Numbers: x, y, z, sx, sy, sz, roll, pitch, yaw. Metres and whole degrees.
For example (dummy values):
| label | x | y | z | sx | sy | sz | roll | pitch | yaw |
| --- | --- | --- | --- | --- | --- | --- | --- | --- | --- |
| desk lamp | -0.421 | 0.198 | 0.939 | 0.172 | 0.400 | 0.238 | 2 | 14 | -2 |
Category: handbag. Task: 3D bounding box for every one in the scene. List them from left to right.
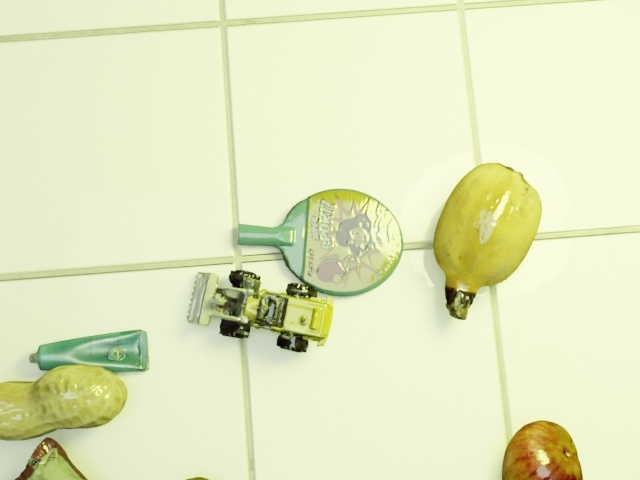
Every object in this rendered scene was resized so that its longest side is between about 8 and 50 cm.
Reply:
| label | x | y | z | sx | sy | sz | roll | pitch | yaw |
| --- | --- | --- | --- | --- | --- | --- | --- | --- | --- |
| handbag | -0.486 | 0.508 | 1.559 | 0.235 | 0.127 | 0.213 | 41 | 86 | 17 |

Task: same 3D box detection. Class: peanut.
| label | x | y | z | sx | sy | sz | roll | pitch | yaw |
| --- | --- | --- | --- | --- | --- | --- | --- | --- | --- |
| peanut | -0.512 | 0.300 | 1.587 | 0.298 | 0.136 | 0.120 | -11 | 36 | -2 |

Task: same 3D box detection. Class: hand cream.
| label | x | y | z | sx | sy | sz | roll | pitch | yaw |
| --- | --- | --- | --- | --- | --- | --- | --- | --- | --- |
| hand cream | -0.446 | 0.221 | 1.652 | 0.224 | 0.048 | 0.083 | -4 | 78 | -6 |

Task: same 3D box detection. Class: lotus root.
| label | x | y | z | sx | sy | sz | roll | pitch | yaw |
| --- | --- | --- | --- | --- | --- | --- | --- | --- | --- |
| lotus root | 0.306 | 0.001 | 1.637 | 0.183 | 0.183 | 0.310 | 26 | 87 | 4 |

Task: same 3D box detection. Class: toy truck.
| label | x | y | z | sx | sy | sz | roll | pitch | yaw |
| --- | --- | --- | --- | --- | --- | --- | --- | --- | --- |
| toy truck | -0.118 | 0.129 | 1.631 | 0.286 | 0.111 | 0.136 | 10 | 82 | 7 |

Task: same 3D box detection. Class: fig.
| label | x | y | z | sx | sy | sz | roll | pitch | yaw |
| --- | --- | --- | --- | --- | --- | --- | --- | --- | --- |
| fig | 0.400 | 0.436 | 1.573 | 0.148 | 0.149 | 0.202 | 7 | 107 | -28 |

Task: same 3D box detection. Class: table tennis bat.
| label | x | y | z | sx | sy | sz | roll | pitch | yaw |
| --- | --- | --- | --- | --- | --- | --- | --- | --- | --- |
| table tennis bat | 0.000 | 0.000 | 1.694 | 0.329 | 0.044 | 0.215 | 5 | 83 | -1 |

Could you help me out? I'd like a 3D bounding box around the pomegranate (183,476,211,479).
| label | x | y | z | sx | sy | sz | roll | pitch | yaw |
| --- | --- | --- | --- | --- | --- | --- | --- | --- | --- |
| pomegranate | -0.225 | 0.497 | 1.572 | 0.130 | 0.130 | 0.130 | 0 | 80 | -1 |
